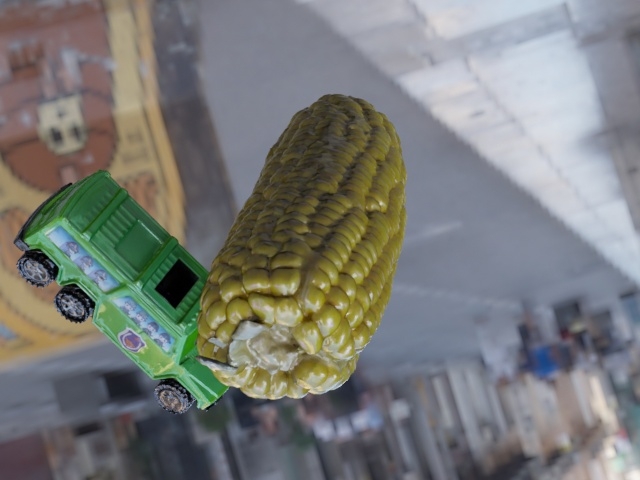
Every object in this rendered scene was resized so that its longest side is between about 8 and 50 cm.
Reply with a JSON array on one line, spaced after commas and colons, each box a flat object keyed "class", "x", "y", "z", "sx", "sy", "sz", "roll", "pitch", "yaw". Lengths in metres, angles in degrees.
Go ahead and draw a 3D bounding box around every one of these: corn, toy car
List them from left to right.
[{"class": "toy car", "x": -0.109, "y": 0.032, "z": 1.109, "sx": 0.062, "sy": 0.165, "sz": 0.071, "roll": -36, "pitch": -167, "yaw": 45}, {"class": "corn", "x": 0.000, "y": 0.000, "z": 1.042, "sx": 0.101, "sy": 0.101, "sz": 0.310, "roll": -18, "pitch": -160, "yaw": 20}]
